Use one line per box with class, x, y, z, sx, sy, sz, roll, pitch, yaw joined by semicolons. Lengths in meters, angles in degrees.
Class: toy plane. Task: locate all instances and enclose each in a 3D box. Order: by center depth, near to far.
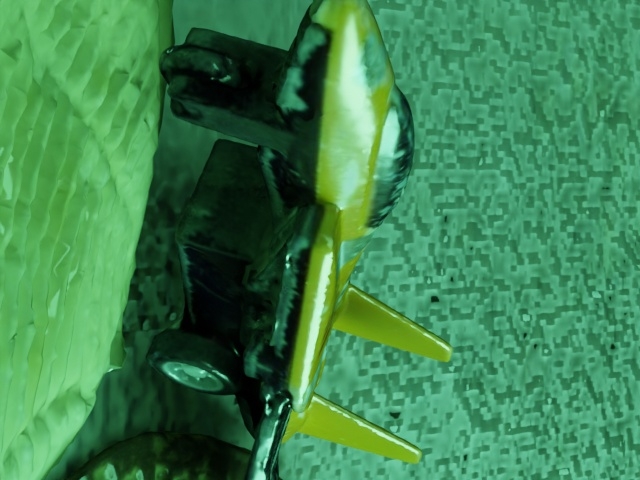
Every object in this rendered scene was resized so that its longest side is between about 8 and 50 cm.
toy plane;-0.012;-0.003;0.580;0.316;0.103;0.204;77;29;-63

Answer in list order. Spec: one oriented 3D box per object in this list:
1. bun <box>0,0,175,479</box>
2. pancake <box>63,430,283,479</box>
bun;-0.143;-0.036;0.486;0.259;0.152;0.259;9;90;-78
pancake;-0.065;0.178;0.688;0.199;0.021;0.199;-4;95;-43
